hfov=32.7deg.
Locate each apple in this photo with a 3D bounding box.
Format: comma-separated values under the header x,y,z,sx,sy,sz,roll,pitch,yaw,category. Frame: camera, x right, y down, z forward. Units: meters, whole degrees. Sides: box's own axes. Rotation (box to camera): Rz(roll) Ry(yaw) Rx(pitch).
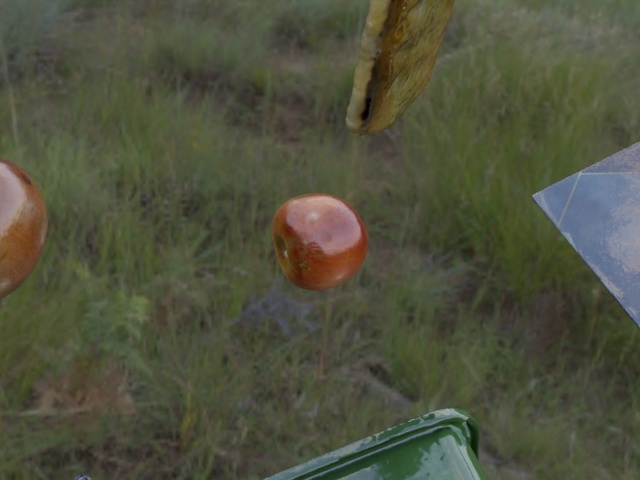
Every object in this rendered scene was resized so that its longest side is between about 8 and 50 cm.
x,y,z,sx,sy,sz,roll,pitch,yaw,category
-0.571,-0.023,1.787,0.253,0.254,0.253,3,32,-2,apple
0.000,0.000,1.774,0.139,0.163,0.163,-17,36,-16,apple

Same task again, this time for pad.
x,y,z,sx,sy,sz,roll,pitch,yaw,category
0.311,-0.002,0.943,0.163,0.004,0.243,-27,47,-4,pad

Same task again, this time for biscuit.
x,y,z,sx,sy,sz,roll,pitch,yaw,category
0.069,-0.176,0.826,0.029,0.247,0.118,33,54,16,biscuit

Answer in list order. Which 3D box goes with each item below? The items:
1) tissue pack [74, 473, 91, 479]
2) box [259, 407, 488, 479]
x,y,z,sx,sy,sz,roll,pitch,yaw,category
-0.449,0.581,1.934,0.122,0.259,0.361,31,-5,-9,tissue pack
0.057,0.327,0.948,0.252,0.329,0.178,-21,47,-14,box
